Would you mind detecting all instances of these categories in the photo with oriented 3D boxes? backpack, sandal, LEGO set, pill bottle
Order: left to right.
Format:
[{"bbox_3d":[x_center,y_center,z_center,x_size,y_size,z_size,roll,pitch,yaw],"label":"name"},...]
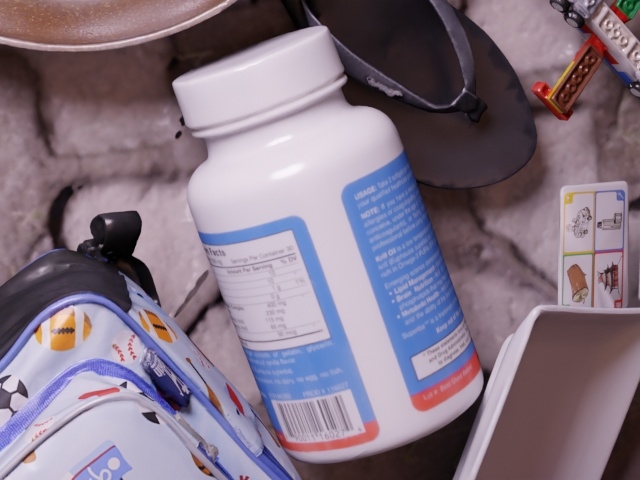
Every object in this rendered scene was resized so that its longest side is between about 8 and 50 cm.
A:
[{"bbox_3d":[-0.115,0.172,0.979,0.276,0.213,0.263,-42,115,4],"label":"backpack"},{"bbox_3d":[0.000,0.000,1.033,0.124,0.124,0.221,-21,102,-10],"label":"pill bottle"},{"bbox_3d":[0.029,-0.126,1.059,0.097,0.054,0.254,-42,104,-5],"label":"sandal"},{"bbox_3d":[0.202,-0.085,1.115,0.182,0.060,0.244,-6,100,-29],"label":"LEGO set"}]

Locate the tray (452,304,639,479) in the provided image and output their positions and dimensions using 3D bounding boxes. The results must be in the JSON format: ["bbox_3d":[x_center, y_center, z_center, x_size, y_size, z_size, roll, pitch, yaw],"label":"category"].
[{"bbox_3d":[0.108,0.158,1.084,0.145,0.030,0.270,4,109,-50],"label":"tray"}]

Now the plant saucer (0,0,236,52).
[{"bbox_3d":[-0.134,-0.255,0.992,0.310,0.050,0.311,0,93,-7],"label":"plant saucer"}]
